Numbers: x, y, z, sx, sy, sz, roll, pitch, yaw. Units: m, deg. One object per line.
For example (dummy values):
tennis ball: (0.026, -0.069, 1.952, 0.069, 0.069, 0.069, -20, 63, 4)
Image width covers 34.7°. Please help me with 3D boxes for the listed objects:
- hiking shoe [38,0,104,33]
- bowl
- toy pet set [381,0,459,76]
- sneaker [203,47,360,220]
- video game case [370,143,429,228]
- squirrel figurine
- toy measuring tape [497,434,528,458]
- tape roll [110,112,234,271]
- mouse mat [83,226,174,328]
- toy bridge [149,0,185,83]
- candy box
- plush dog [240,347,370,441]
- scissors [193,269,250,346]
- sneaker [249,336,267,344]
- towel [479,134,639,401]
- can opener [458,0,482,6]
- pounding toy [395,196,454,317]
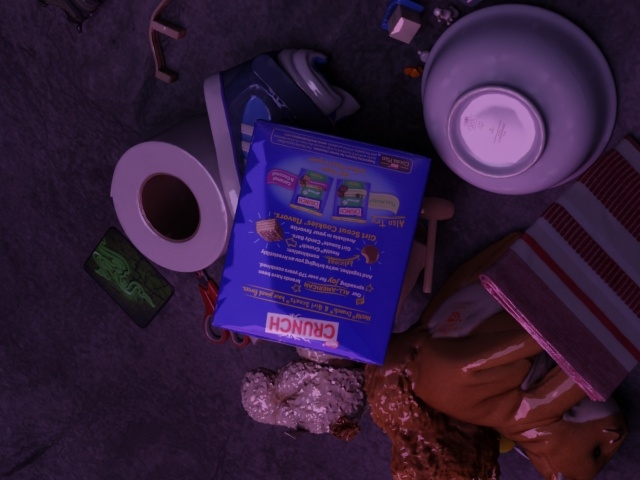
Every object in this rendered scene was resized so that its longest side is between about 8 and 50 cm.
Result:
hiking shoe: (-0.495, -0.478, 1.840, 0.227, 0.086, 0.114, 47, 124, 1)
bowl: (0.269, -0.181, 1.485, 0.298, 0.134, 0.297, 11, 122, 19)
toy pet set: (0.152, -0.319, 1.567, 0.114, 0.065, 0.122, 18, 132, -19)
sneaker: (-0.042, -0.151, 1.654, 0.236, 0.130, 0.322, -15, 86, 7)
video game case: (0.103, -0.066, 1.733, 0.166, 0.015, 0.119, 49, 127, 1)
squirrel figurine: (0.282, 0.263, 1.629, 0.397, 0.281, 0.370, -33, 115, 15)
toy measuring tape: (0.289, 0.379, 1.777, 0.330, 0.121, 0.121, 40, 127, 4)
tape roll: (-0.222, -0.087, 1.818, 0.246, 0.169, 0.246, 14, 119, 26)
mouse mat: (-0.396, 0.079, 2.105, 0.189, 0.007, 0.152, 46, 128, 5)
toy bridge: (-0.268, -0.372, 1.796, 0.063, 0.026, 0.188, 27, 124, 18)
candy box: (0.000, 0.000, 1.542, 0.268, 0.122, 0.317, 14, 95, 2)
plush dog: (0.012, 0.215, 1.780, 0.211, 0.263, 0.225, -170, 83, -65)
scissors: (-0.219, 0.076, 1.994, 0.109, 0.021, 0.297, -8, 108, 36)
sneaker: (-0.056, 0.057, 1.828, 0.302, 0.108, 0.121, -45, 72, 28)
towel: (0.406, 0.034, 1.435, 0.237, 0.329, 0.037, 47, 160, 2)
can opener: (0.154, -0.463, 1.470, 0.095, 0.076, 0.283, -37, 90, 37)
pounding toy: (0.094, 0.030, 1.648, 0.154, 0.154, 0.269, 17, 122, -12)
